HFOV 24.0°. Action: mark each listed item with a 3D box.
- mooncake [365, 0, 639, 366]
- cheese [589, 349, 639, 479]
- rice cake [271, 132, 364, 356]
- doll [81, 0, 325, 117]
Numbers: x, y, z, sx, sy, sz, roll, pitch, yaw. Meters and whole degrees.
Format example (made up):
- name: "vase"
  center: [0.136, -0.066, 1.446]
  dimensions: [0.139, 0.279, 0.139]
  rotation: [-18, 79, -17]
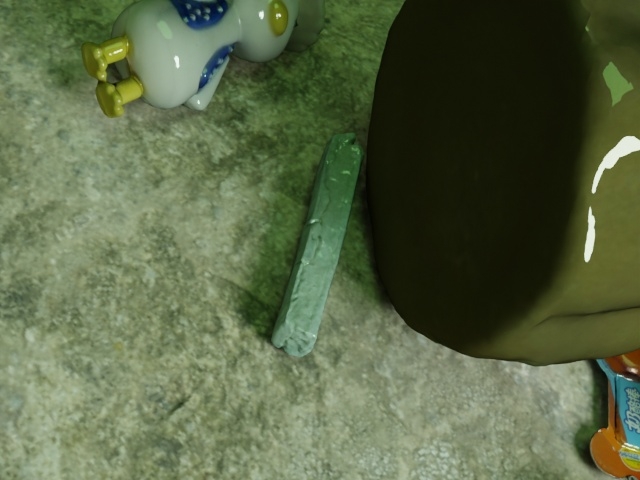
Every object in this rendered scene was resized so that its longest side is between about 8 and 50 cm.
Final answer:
- name: "mooncake"
  center: [0.205, -0.077, 1.329]
  dimensions: [0.200, 0.378, 0.378]
  rotation: [3, 55, -28]
- name: "cheese"
  center: [0.296, 0.123, 1.437]
  dimensions: [0.106, 0.037, 0.256]
  rotation: [17, 50, -12]
- name: "rice cake"
  center: [0.000, 0.000, 1.380]
  dimensions: [0.042, 0.045, 0.245]
  rotation: [20, 51, -7]
- name: "doll"
  center: [-0.100, -0.203, 1.436]
  dimensions: [0.293, 0.119, 0.138]
  rotation: [-32, 117, -38]
